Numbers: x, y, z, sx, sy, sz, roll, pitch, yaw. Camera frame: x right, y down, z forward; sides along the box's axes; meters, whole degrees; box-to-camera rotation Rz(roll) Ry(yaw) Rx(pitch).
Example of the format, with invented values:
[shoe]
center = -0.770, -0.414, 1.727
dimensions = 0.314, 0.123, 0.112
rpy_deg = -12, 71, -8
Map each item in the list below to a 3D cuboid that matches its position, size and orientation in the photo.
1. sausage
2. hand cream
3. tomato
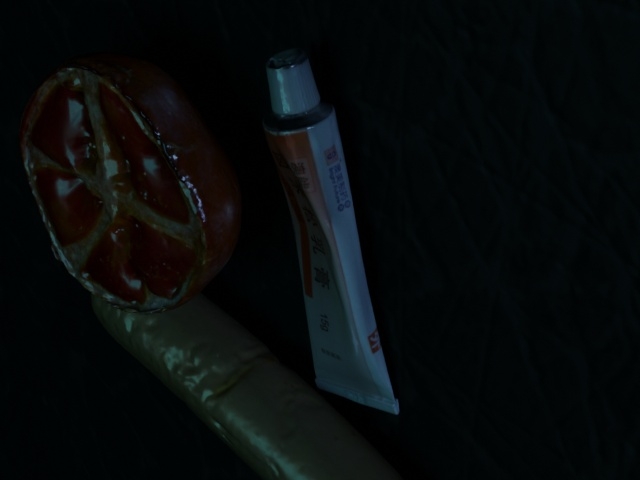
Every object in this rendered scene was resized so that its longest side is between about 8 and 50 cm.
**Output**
[sausage]
center = -0.026, 0.109, 0.893
dimensions = 0.301, 0.066, 0.066
rpy_deg = 40, 138, 20
[hand cream]
center = 0.000, -0.001, 0.820
dimensions = 0.052, 0.038, 0.216
rpy_deg = -131, 26, -59
[tomato]
center = -0.101, -0.036, 0.874
dimensions = 0.155, 0.069, 0.156
rpy_deg = 23, 127, 34
